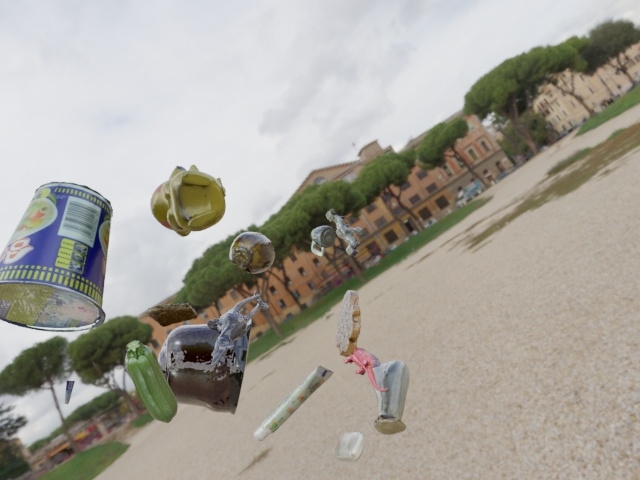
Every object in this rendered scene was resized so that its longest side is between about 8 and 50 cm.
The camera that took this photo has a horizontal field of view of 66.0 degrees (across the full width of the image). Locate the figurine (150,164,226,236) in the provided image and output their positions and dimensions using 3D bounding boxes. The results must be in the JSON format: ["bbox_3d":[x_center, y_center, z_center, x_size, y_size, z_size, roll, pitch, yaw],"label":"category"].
[{"bbox_3d":[-0.376,-0.116,1.385,0.169,0.218,0.327,-7,4,-39],"label":"figurine"}]

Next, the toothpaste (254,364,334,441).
[{"bbox_3d":[-0.088,0.506,1.530,0.314,0.056,0.058,-46,-4,6],"label":"toothpaste"}]

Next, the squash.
[{"bbox_3d":[-0.390,0.324,1.131,0.068,0.219,0.077,-28,24,-28],"label":"squash"}]

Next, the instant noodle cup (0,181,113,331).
[{"bbox_3d":[-0.646,0.031,1.216,0.284,0.312,0.284,-1,-33,-1],"label":"instant noodle cup"}]

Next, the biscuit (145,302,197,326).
[{"bbox_3d":[-0.496,0.243,1.658,0.131,0.026,0.237,-16,-19,-10],"label":"biscuit"}]

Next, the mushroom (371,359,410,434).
[{"bbox_3d":[0.253,0.578,1.817,0.159,0.122,0.328,-46,15,31],"label":"mushroom"}]

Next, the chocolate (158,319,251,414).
[{"bbox_3d":[-0.460,0.470,1.921,0.331,0.383,0.383,13,-17,-9],"label":"chocolate"}]

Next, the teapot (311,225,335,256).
[{"bbox_3d":[-0.004,-0.006,2.091,0.091,0.092,0.124,12,62,47],"label":"teapot"}]

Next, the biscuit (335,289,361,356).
[{"bbox_3d":[0.094,0.273,1.612,0.288,0.044,0.202,-127,50,-80],"label":"biscuit"}]

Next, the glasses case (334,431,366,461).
[{"bbox_3d":[0.088,0.622,1.484,0.081,0.051,0.204,-62,2,-29],"label":"glasses case"}]

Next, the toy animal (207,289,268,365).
[{"bbox_3d":[-0.247,0.232,1.440,0.206,0.081,0.367,-41,13,-7],"label":"toy animal"}]

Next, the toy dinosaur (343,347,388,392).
[{"bbox_3d":[0.180,0.454,1.790,0.139,0.286,0.070,16,-73,-47],"label":"toy dinosaur"}]

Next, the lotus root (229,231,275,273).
[{"bbox_3d":[-0.184,0.033,1.367,0.120,0.120,0.209,-34,-3,6],"label":"lotus root"}]

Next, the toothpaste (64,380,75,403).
[{"bbox_3d":[-0.791,0.477,1.551,0.024,0.083,0.015,8,17,-26],"label":"toothpaste"}]

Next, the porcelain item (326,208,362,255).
[{"bbox_3d":[0.073,-0.022,1.205,0.075,0.136,0.021,-7,-34,-36],"label":"porcelain item"}]
